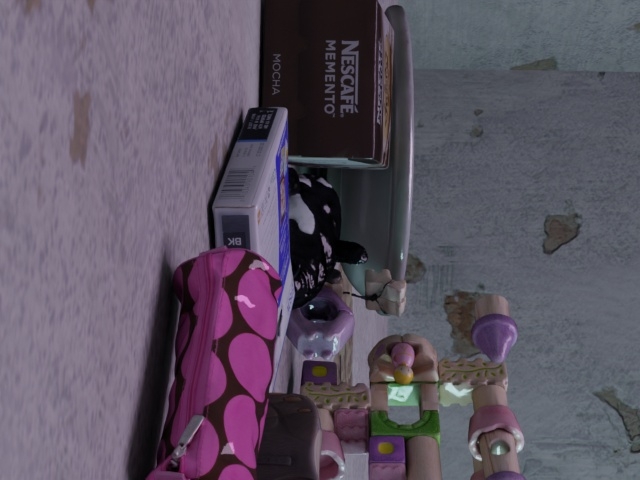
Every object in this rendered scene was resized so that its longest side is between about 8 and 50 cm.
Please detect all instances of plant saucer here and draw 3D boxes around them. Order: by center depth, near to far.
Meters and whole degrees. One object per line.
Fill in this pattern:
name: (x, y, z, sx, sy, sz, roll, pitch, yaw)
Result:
plant saucer: (0.052, -0.104, 2.063, 0.400, 0.100, 0.401, -178, -90, -86)

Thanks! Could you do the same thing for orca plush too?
orca plush: (0.000, 0.000, 1.726, 0.287, 0.102, 0.151, -59, 150, -78)

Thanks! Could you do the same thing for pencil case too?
pencil case: (-0.076, 0.102, 1.128, 0.098, 0.095, 0.209, 54, 31, -46)

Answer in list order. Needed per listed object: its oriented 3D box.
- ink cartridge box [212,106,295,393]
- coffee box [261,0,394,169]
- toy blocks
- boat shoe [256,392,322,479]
ink cartridge box: (-0.057, 0.013, 1.456, 0.206, 0.045, 0.208, -78, 167, -61)
coffee box: (0.013, -0.165, 1.733, 0.297, 0.118, 0.168, -14, 106, -84)
toy blocks: (0.099, 0.231, 1.836, 0.260, 0.288, 0.309, -90, 180, -51)
boat shoe: (-0.049, 0.240, 1.261, 0.324, 0.123, 0.116, -71, 164, -65)
